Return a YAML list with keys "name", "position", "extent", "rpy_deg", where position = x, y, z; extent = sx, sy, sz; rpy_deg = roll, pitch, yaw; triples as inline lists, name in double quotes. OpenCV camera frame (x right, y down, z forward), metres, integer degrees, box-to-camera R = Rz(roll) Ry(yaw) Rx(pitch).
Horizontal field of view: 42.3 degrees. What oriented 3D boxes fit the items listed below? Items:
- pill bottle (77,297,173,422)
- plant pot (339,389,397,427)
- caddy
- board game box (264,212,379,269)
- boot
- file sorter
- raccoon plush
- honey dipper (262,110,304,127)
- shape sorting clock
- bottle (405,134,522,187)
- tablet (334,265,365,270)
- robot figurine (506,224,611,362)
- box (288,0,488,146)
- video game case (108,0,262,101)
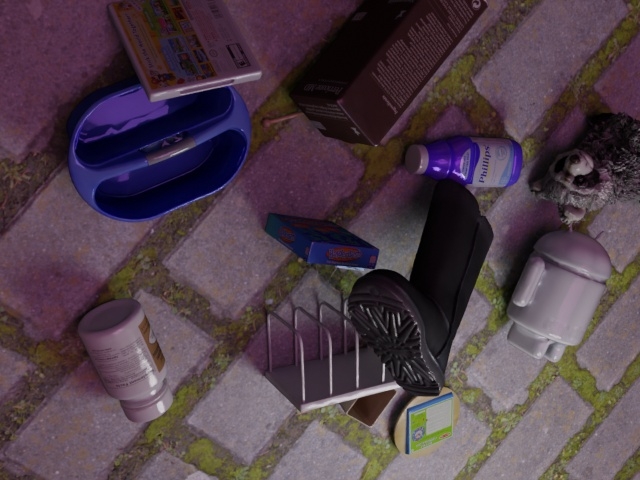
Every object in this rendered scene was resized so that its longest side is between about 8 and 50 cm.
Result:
- name: "pill bottle"
  position: [-0.377, 0.241, 1.638]
  extent: [0.131, 0.131, 0.229]
  rpy_deg: [-26, 118, -18]
- name: "plant pot"
  position: [0.094, 0.355, 1.944]
  extent: [0.109, 0.096, 0.109]
  rpy_deg: [-53, 133, -1]
- name: "caddy"
  position: [-0.295, -0.179, 1.505]
  extent: [0.341, 0.179, 0.241]
  rpy_deg: [-26, 119, -18]
- name: "board game box"
  position: [0.000, 0.000, 1.706]
  extent: [0.160, 0.210, 0.047]
  rpy_deg: [6, 103, -30]
- name: "boot"
  position: [0.227, 0.042, 1.722]
  extent: [0.445, 0.146, 0.367]
  rpy_deg: [-62, 144, -32]
- name: "file sorter"
  position: [0.039, 0.234, 1.824]
  extent: [0.277, 0.193, 0.173]
  rpy_deg: [-9, 108, -25]
- name: "raccoon plush"
  position: [0.731, -0.105, 2.073]
  extent: [0.299, 0.216, 0.446]
  rpy_deg: [-45, 122, 2]
- name: "honey dipper"
  position: [-0.045, -0.259, 1.698]
  extent: [0.160, 0.030, 0.031]
  rpy_deg: [-20, 116, -19]
- name: "shape sorting clock"
  position: [0.272, 0.464, 2.115]
  extent: [0.206, 0.040, 0.206]
  rpy_deg: [-11, 113, -28]
- name: "bottle"
  position: [0.328, -0.181, 1.884]
  extent: [0.282, 0.092, 0.118]
  rpy_deg: [0, 103, -28]
- name: "tablet"
  position: [0.074, 0.040, 1.880]
  extent: [0.083, 0.006, 0.054]
  rpy_deg: [8, 104, -29]
- name: "robot figurine"
  position: [0.599, 0.124, 2.074]
  extent: [0.300, 0.199, 0.354]
  rpy_deg: [13, 101, -41]
- name: "box"
  position: [0.133, -0.376, 1.635]
  extent: [0.143, 0.191, 0.381]
  rpy_deg: [43, 78, -32]
- name: "video game case"
  position: [-0.241, -0.352, 1.464]
  extent: [0.206, 0.227, 0.026]
  rpy_deg: [-17, 152, -22]
